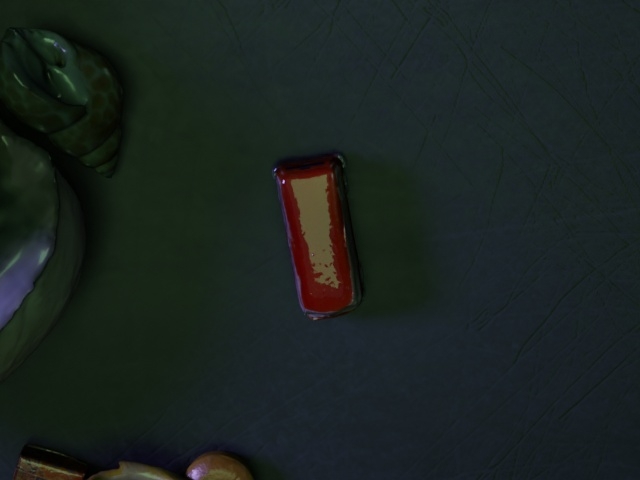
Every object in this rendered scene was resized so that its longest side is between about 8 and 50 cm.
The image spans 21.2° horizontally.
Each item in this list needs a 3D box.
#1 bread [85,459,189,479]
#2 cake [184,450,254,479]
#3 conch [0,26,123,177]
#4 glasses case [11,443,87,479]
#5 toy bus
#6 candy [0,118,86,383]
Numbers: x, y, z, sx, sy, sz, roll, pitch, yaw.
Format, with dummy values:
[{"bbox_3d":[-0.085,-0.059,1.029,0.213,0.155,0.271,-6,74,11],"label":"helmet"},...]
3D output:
[{"bbox_3d":[-0.196,0.342,1.782,0.197,0.197,0.170,16,110,-2],"label":"bread"},{"bbox_3d":[-0.111,0.269,1.852,0.084,0.044,0.084,0,101,-1],"label":"cake"},{"bbox_3d":[-0.267,-0.151,1.745,0.106,0.173,0.116,-48,53,23],"label":"conch"},{"bbox_3d":[-0.321,0.336,1.862,0.075,0.049,0.218,18,100,-6],"label":"glasses case"},{"bbox_3d":[0.000,0.000,1.786,0.079,0.077,0.174,-9,99,3],"label":"toy bus"},{"bbox_3d":[-0.450,0.012,1.702,0.386,0.186,0.427,36,71,-9],"label":"candy"}]
